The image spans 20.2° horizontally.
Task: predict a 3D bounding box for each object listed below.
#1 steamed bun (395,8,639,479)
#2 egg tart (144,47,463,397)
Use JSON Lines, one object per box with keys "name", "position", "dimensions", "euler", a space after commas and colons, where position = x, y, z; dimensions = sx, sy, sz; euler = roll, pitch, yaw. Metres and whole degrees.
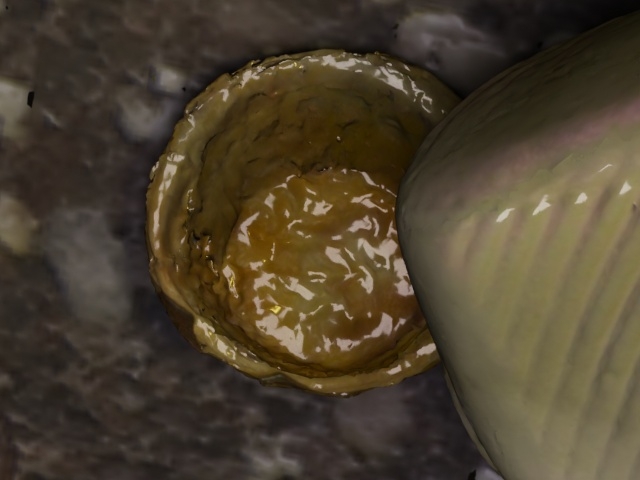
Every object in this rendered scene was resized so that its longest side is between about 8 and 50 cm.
{"name": "steamed bun", "position": [0.151, -0.010, 0.541], "dimensions": [0.239, 0.152, 0.170], "euler": [-11, 120, 23]}
{"name": "egg tart", "position": [0.000, 0.000, 0.599], "dimensions": [0.129, 0.049, 0.128], "euler": [1, 111, 3]}
